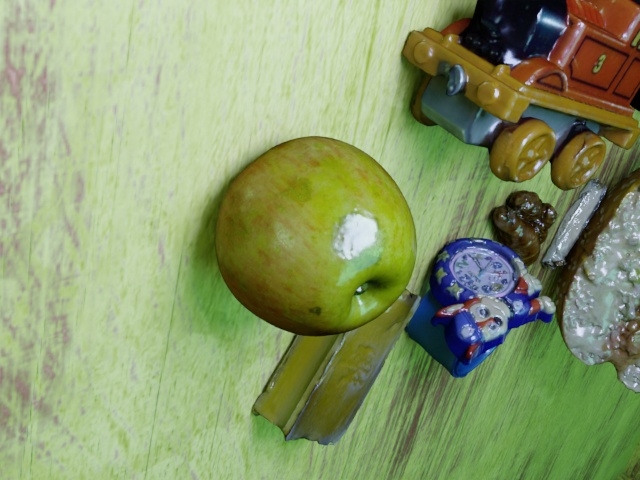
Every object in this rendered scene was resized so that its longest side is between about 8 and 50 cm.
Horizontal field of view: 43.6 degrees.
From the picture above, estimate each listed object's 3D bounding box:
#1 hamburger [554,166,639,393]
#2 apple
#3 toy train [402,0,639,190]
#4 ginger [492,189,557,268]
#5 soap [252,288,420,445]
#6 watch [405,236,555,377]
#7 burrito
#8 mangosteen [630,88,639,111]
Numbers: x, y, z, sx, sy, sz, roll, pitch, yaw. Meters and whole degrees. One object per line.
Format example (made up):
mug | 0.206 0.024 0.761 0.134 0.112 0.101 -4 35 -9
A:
hamburger | 0.611 0.037 1.517 0.287 0.268 0.445 -46 160 -78
apple | 0.000 0.000 0.769 0.196 0.196 0.196 -33 140 -33
toy train | 0.267 -0.194 0.934 0.369 0.163 0.232 1 122 -47
ginger | 0.327 -0.025 1.263 0.103 0.073 0.162 -52 146 -10
soap | 0.025 0.146 1.016 0.233 0.076 0.135 -58 146 4
watch | 0.219 0.112 1.180 0.196 0.171 0.200 -24 148 -23
burrito | 0.465 -0.030 1.474 0.045 0.041 0.185 31 93 -15
mangosteen | 0.551 -0.280 1.310 0.151 0.137 0.137 -70 173 -61
